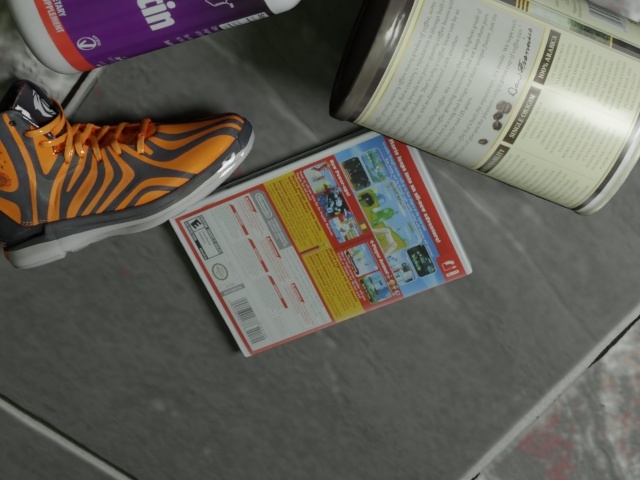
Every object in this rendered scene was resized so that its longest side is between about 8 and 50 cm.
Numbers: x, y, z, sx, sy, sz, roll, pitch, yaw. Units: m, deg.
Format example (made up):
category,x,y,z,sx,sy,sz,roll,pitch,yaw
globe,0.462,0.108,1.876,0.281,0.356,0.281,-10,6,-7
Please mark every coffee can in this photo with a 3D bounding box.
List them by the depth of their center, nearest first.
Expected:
category,x,y,z,sx,sy,sz,roll,pitch,yaw
coffee can,0.172,-0.164,1.378,0.275,0.201,0.201,21,116,-8

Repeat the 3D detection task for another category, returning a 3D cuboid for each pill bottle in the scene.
category,x,y,z,sx,sy,sz,roll,pitch,yaw
pill bottle,-0.135,-0.284,1.344,0.323,0.181,0.181,-15,115,10

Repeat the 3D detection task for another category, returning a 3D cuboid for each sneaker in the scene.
category,x,y,z,sx,sy,sz,roll,pitch,yaw
sneaker,-0.240,-0.098,1.475,0.321,0.124,0.180,-23,115,13

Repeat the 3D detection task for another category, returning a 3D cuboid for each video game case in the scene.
category,x,y,z,sx,sy,sz,roll,pitch,yaw
video game case,0.000,0.000,1.569,0.285,0.025,0.204,-21,114,13
